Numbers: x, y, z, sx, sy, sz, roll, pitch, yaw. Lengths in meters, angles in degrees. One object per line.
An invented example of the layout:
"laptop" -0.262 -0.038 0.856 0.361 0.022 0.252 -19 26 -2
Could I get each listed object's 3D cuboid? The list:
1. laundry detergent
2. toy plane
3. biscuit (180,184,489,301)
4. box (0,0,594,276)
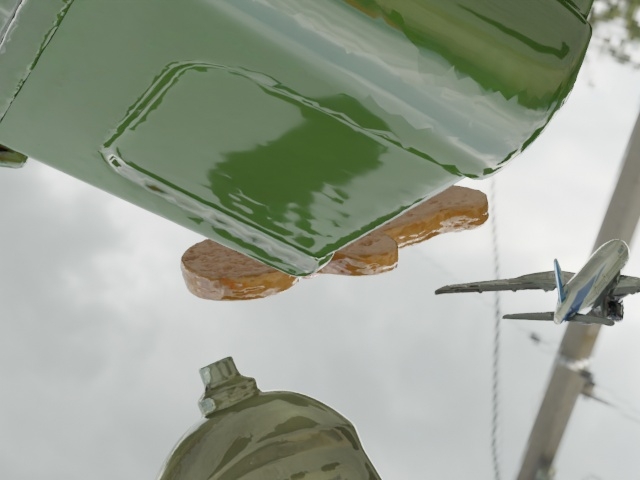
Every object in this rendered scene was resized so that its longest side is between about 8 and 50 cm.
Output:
"laundry detergent" -0.025 0.199 0.894 0.181 0.091 0.253 -21 -94 -33
"toy plane" 0.207 0.034 1.036 0.226 0.058 0.226 1 -176 24
"biscuit" 0.000 0.001 0.999 0.165 0.036 0.250 13 -155 40
"box" 0.010 -0.154 0.502 0.178 0.253 0.328 32 -114 -15
